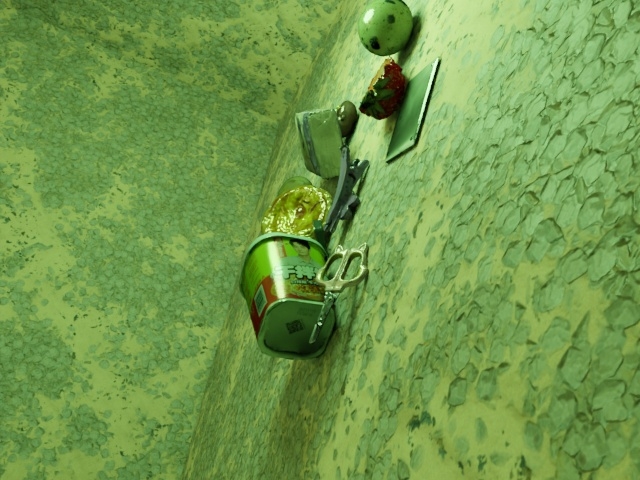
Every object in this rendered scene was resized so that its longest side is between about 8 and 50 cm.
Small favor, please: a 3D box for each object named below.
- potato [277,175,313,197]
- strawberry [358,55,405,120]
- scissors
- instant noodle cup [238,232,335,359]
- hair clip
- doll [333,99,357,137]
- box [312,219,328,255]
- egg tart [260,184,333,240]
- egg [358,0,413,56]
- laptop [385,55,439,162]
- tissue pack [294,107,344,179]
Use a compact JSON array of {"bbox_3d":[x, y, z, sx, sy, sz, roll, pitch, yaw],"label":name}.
[{"bbox_3d":[-0.102,-0.167,2.350,0.251,0.159,0.175,-80,-5,-69],"label":"potato"},{"bbox_3d":[0.202,-0.458,1.746,0.188,0.106,0.286,-51,10,40],"label":"strawberry"},{"bbox_3d":[0.034,0.131,1.474,0.160,0.024,0.318,-4,46,35],"label":"scissors"},{"bbox_3d":[-0.091,0.168,1.650,0.294,0.293,0.308,-63,22,24],"label":"instant noodle cup"},{"bbox_3d":[0.084,-0.155,1.799,0.137,0.090,0.279,11,89,63],"label":"hair clip"},{"bbox_3d":[0.082,-0.452,2.192,0.188,0.096,0.145,119,173,-72],"label":"doll"},{"bbox_3d":[0.000,0.000,1.859,0.091,0.031,0.126,-102,0,-67],"label":"box"},{"bbox_3d":[-0.072,-0.068,2.029,0.294,0.116,0.295,-15,50,19],"label":"egg tart"},{"bbox_3d":[0.218,-0.706,1.870,0.228,0.177,0.177,-60,6,-36],"label":"egg"},{"bbox_3d":[0.251,-0.357,1.577,0.187,0.015,0.269,157,132,-70],"label":"laptop"},{"bbox_3d":[-0.003,-0.366,2.133,0.344,0.125,0.243,-127,23,-74],"label":"tissue pack"}]
